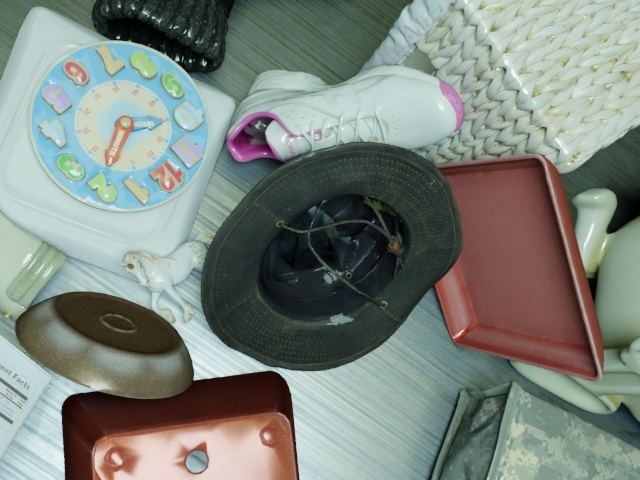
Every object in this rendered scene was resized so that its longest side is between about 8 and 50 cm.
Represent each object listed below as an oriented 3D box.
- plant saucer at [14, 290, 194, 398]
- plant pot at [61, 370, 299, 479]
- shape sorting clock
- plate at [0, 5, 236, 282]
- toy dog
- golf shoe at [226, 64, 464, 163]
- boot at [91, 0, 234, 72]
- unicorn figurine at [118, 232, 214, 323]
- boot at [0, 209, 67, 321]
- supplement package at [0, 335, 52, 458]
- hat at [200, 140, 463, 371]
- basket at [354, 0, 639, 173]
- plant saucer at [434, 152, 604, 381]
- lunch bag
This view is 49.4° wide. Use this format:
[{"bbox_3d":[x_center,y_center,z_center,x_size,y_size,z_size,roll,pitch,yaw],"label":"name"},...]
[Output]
[{"bbox_3d":[-0.226,0.103,0.760,0.199,0.198,0.036,23,101,-9],"label":"plant saucer"},{"bbox_3d":[-0.131,0.278,0.720,0.267,0.236,0.267,-4,78,-17],"label":"plant pot"},{"bbox_3d":[-0.230,-0.135,0.813,0.206,0.040,0.206,2,85,-24],"label":"shape sorting clock"},{"bbox_3d":[-0.263,-0.112,0.845,0.278,0.045,0.277,23,76,-21],"label":"plate"},{"bbox_3d":[0.518,0.054,0.932,0.395,0.284,0.407,31,69,-7],"label":"toy dog"},{"bbox_3d":[0.019,-0.136,0.848,0.140,0.306,0.115,-55,137,-37],"label":"golf shoe"},{"bbox_3d":[-0.108,-0.349,0.930,0.348,0.131,0.260,6,68,-3],"label":"boot"},{"bbox_3d":[-0.176,0.042,0.836,0.162,0.060,0.111,-47,119,-51],"label":"unicorn figurine"},{"bbox_3d":[-0.412,0.042,0.778,0.213,0.077,0.165,-40,119,10],"label":"boot"},{"bbox_3d":[-0.430,0.176,0.612,0.198,0.199,0.262,57,43,-39],"label":"supplement package"},{"bbox_3d":[0.000,0.000,0.857,0.331,0.331,0.134,-7,37,-17],"label":"hat"},{"bbox_3d":[0.268,-0.225,0.904,0.331,0.328,0.266,-31,89,-20],"label":"basket"},{"bbox_3d":[0.219,0.021,0.835,0.048,0.259,0.258,-23,102,-24],"label":"plant saucer"},{"bbox_3d":[0.253,0.355,0.843,0.235,0.169,0.287,28,67,-7],"label":"lunch bag"}]
